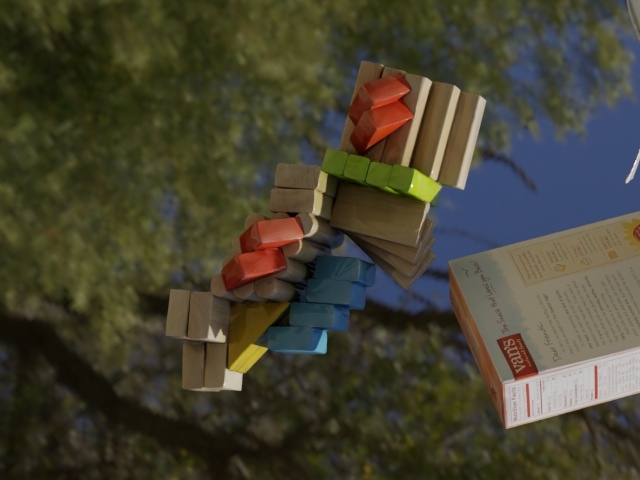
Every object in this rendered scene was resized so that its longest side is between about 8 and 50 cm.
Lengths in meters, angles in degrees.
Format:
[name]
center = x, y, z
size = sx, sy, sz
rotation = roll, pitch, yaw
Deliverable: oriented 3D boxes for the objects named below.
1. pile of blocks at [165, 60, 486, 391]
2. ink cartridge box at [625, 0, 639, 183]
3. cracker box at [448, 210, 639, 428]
[pile of blocks]
center = 0.000, 0.000, 1.585
size = 0.149, 0.112, 0.362
rotation = 40, -83, 21
[ink cartridge box]
center = 0.194, -0.127, 1.105
size = 0.045, 0.179, 0.145
rotation = 19, -173, 9
[cracker box]
center = 0.243, 0.061, 1.609
size = 0.232, 0.067, 0.156
rotation = -14, -136, -6
